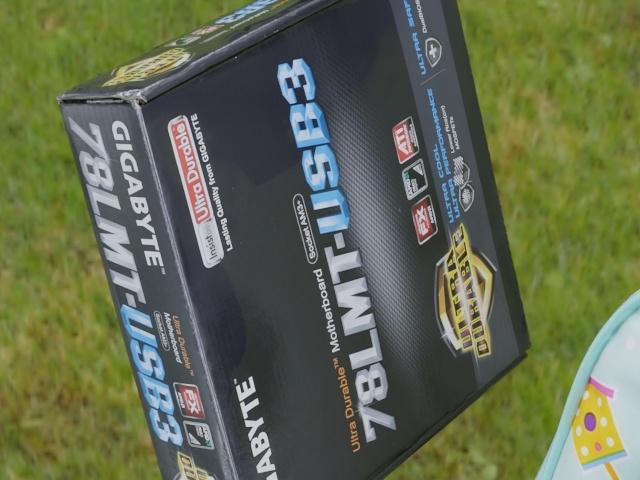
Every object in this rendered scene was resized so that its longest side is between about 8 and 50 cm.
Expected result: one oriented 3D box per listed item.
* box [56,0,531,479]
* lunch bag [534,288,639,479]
[{"bbox_3d":[0.000,0.000,1.044,0.073,0.295,0.293,2,24,38],"label":"box"},{"bbox_3d":[0.165,0.148,0.644,0.108,0.279,0.224,-20,51,-43],"label":"lunch bag"}]
